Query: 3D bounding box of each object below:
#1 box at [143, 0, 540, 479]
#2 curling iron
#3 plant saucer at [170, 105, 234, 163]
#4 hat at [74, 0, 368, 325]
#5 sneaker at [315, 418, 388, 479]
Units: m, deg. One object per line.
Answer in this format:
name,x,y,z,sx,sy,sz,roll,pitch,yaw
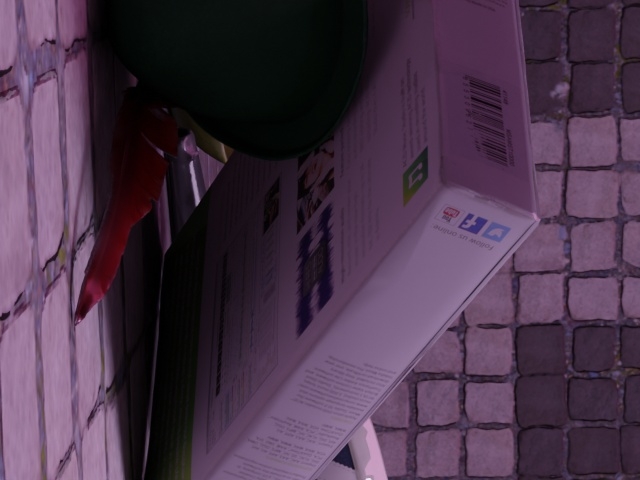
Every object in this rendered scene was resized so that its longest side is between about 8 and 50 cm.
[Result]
box,0.000,0.000,1.015,0.322,0.058,0.232,-51,-154,39
curling iron,-0.073,0.054,1.262,0.068,0.035,0.274,-88,176,-63
plant saucer,-0.078,-0.168,1.262,0.241,0.037,0.241,-1,90,-89
hat,-0.095,-0.101,0.927,0.208,0.184,0.173,31,-54,41
sneaker,-0.029,0.211,1.438,0.131,0.148,0.350,-20,-87,64
